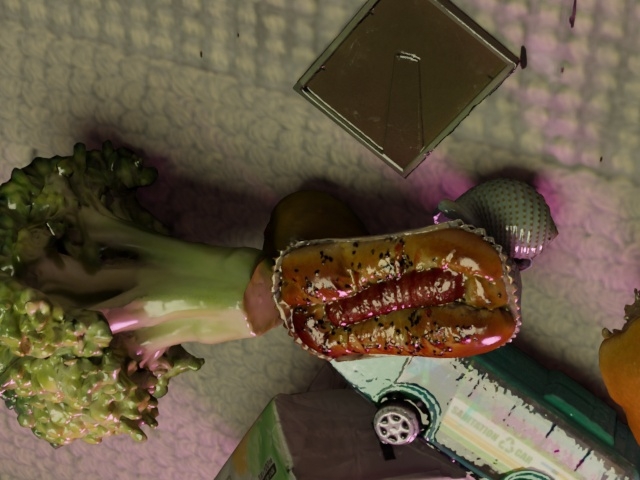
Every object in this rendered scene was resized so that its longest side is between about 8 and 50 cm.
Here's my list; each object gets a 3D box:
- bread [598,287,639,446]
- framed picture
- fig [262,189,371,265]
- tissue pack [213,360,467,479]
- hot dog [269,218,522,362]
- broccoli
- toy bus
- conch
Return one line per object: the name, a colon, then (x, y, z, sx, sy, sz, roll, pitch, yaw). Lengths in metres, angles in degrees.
bread: (0.313, 0.121, 1.353, 0.174, 0.121, 0.245, -17, 114, 39)
framed picture: (0.059, -0.118, 1.374, 0.109, 0.011, 0.149, 40, 135, -5)
fig: (0.000, 0.000, 1.465, 0.088, 0.074, 0.074, 9, 137, -15)
tissue pack: (-0.011, 0.197, 1.592, 0.159, 0.145, 0.229, 0, 144, -28)
hot dog: (0.056, 0.040, 1.385, 0.191, 0.059, 0.108, -6, 113, 28)
broccoli: (-0.148, 0.034, 1.465, 0.243, 0.247, 0.263, -2, 162, 25)
toy bus: (0.129, 0.132, 1.481, 0.261, 0.091, 0.109, 34, 113, -2)
conch: (0.129, -0.015, 1.389, 0.085, 0.057, 0.076, 30, 149, 13)
